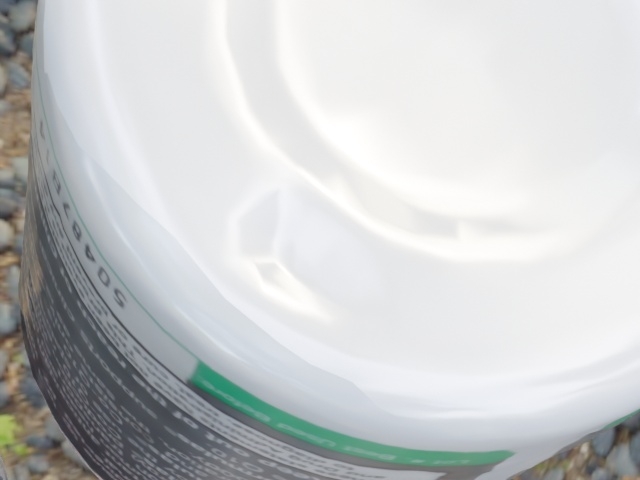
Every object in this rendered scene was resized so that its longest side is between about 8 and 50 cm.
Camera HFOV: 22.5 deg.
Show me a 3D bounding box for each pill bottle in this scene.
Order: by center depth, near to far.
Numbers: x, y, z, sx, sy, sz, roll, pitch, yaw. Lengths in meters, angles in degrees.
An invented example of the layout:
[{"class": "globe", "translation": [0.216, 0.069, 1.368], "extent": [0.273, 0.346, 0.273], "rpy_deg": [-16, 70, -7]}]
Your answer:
[{"class": "pill bottle", "translation": [0.000, 0.000, 0.552], "extent": [0.204, 0.361, 0.204], "rpy_deg": [4, 72, -11]}]

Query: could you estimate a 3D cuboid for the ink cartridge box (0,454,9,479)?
[{"class": "ink cartridge box", "translation": [-0.169, 0.178, 0.651], "extent": [0.066, 0.261, 0.296], "rpy_deg": [-10, 122, 1]}]
